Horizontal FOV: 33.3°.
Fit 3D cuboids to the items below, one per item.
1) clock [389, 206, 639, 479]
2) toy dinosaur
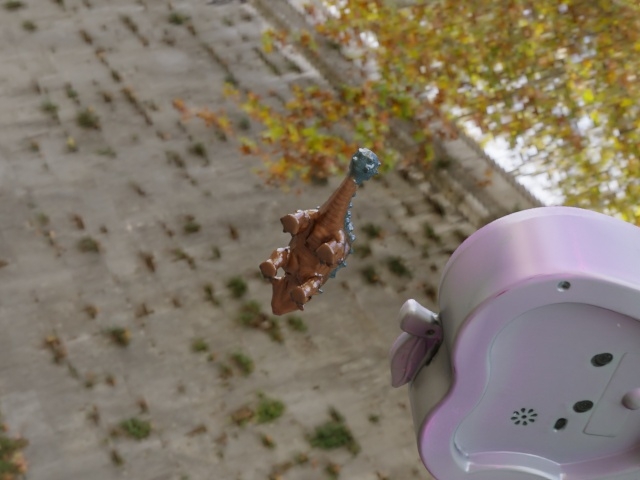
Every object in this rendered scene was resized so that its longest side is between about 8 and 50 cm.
[{"bbox_3d":[0.235,0.127,1.071,0.102,0.339,0.338,-91,-178,-51],"label":"clock"},{"bbox_3d":[0.000,0.000,0.728,0.049,0.055,0.154,42,-54,17],"label":"toy dinosaur"}]
